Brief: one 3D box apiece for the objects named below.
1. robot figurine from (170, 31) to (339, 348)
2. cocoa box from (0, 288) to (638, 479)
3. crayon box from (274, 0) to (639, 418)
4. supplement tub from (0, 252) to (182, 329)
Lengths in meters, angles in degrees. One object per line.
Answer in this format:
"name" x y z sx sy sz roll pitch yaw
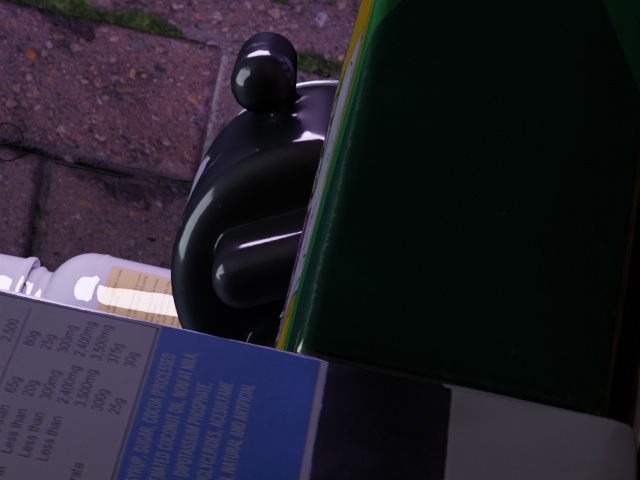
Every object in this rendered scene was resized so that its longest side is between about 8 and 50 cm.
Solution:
"robot figurine" -0.002 0.002 1.172 0.278 0.174 0.209 -84 16 -72
"cocoa box" -0.062 0.224 0.573 0.231 0.228 0.347 -79 3 -54
"crayon box" 0.046 -0.007 0.810 0.363 0.106 0.313 106 177 -61
"supplement tub" -0.127 0.145 1.615 0.241 0.331 0.241 -167 90 -89
